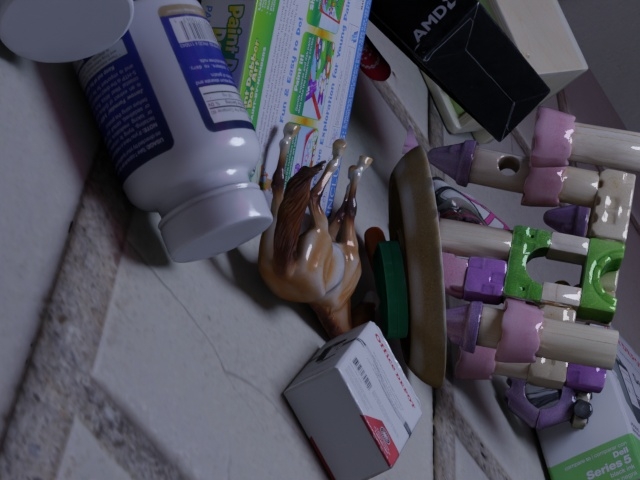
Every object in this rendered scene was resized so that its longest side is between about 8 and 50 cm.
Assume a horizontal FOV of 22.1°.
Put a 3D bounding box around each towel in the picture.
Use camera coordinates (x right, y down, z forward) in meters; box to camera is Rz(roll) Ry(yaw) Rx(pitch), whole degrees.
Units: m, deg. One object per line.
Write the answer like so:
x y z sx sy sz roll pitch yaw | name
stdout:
-0.032 -0.296 1.794 0.275 0.031 0.199 41 12 -47 | towel

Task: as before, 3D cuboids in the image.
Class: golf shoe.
0.190 -0.020 2.015 0.186 0.067 0.086 36 30 -52 | golf shoe

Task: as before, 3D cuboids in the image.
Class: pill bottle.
-0.110 -0.084 1.257 0.112 0.112 0.186 7 58 -67 | pill bottle
-0.205 -0.242 1.211 0.119 0.119 0.208 34 33 -54 | pill bottle

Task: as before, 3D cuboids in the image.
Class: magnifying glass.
0.064 0.029 1.598 0.231 0.026 0.092 -109 -166 -74 | magnifying glass

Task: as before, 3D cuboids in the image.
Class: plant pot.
0.091 0.027 1.579 0.236 0.032 0.236 175 -90 -88 | plant pot

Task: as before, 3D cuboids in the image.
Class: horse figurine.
0.000 0.000 1.433 0.263 0.066 0.174 29 71 -70 | horse figurine

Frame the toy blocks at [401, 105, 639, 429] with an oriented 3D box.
0.199 0.030 1.809 0.309 0.260 0.288 79 21 -71 | toy blocks

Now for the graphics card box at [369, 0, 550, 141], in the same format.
0.082 -0.289 1.861 0.371 0.094 0.233 50 7 34 | graphics card box

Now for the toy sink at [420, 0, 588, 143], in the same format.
0.225 -0.242 2.267 0.131 0.234 0.152 -11 73 -40 | toy sink

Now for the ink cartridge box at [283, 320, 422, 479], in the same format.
0.031 0.139 1.405 0.099 0.056 0.135 61 19 -5 | ink cartridge box

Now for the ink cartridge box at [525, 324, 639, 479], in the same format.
0.345 0.232 2.004 0.198 0.115 0.272 43 27 -46 | ink cartridge box

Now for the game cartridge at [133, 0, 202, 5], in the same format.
-0.117 -0.244 1.547 0.196 0.060 0.294 32 35 -50 | game cartridge

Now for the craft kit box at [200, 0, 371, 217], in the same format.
-0.035 -0.148 1.423 0.247 0.061 0.249 5 96 -71 | craft kit box
